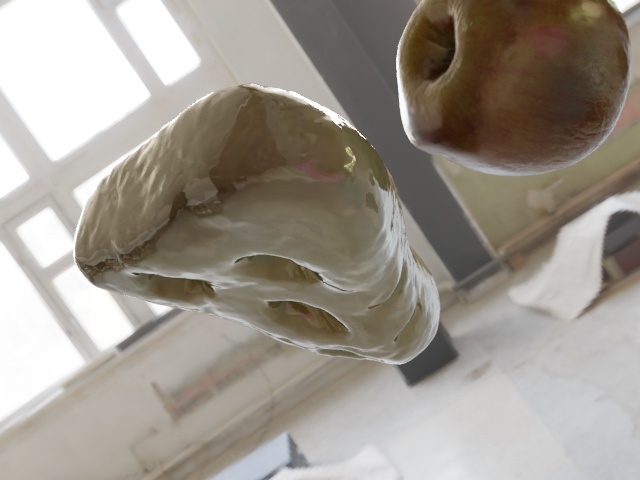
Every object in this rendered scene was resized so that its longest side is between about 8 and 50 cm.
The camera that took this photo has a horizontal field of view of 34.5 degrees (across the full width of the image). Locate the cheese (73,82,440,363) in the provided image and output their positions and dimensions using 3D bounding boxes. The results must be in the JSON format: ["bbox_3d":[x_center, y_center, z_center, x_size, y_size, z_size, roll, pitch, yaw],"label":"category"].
[{"bbox_3d":[0.000,0.000,0.851,0.328,0.351,0.129,-32,44,59],"label":"cheese"}]

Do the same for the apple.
[{"bbox_3d":[0.179,-0.162,0.967,0.188,0.211,0.211,5,-15,-30],"label":"apple"}]
